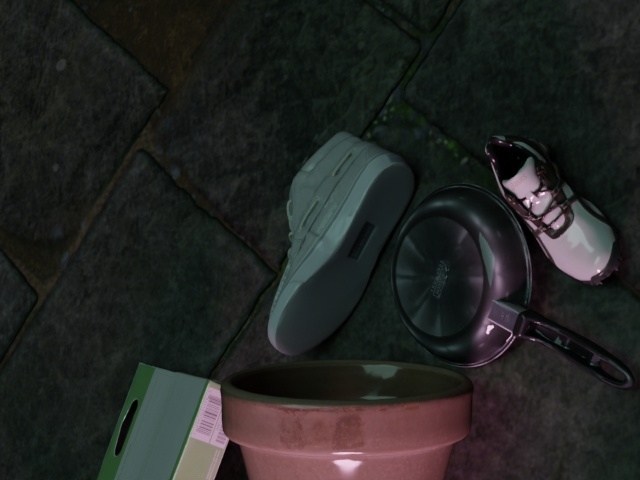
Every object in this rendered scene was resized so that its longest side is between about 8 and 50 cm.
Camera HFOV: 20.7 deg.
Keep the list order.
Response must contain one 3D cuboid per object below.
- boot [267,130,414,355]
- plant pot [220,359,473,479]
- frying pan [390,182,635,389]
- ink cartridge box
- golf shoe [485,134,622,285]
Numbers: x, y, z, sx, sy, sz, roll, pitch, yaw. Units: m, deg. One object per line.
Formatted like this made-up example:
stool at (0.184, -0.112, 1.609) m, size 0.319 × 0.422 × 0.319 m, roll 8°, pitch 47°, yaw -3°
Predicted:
boot at (0.000, 0.000, 2.003) m, size 0.123 × 0.095 × 0.258 m, roll 34°, pitch 91°, yaw 48°
plant pot at (0.028, 0.253, 1.803) m, size 0.263 × 0.263 × 0.229 m, roll 3°, pitch 95°, yaw 41°
frying pan at (0.172, 0.085, 1.832) m, size 0.197 × 0.053 × 0.326 m, roll -54°, pitch 53°, yaw 34°
ink cartridge box at (-0.183, 0.241, 2.090) m, size 0.235 × 0.056 × 0.171 m, roll 2°, pitch 71°, yaw 66°
golf shoe at (0.231, -0.033, 1.803) m, size 0.077 × 0.094 × 0.198 m, roll -48°, pitch 52°, yaw 17°
